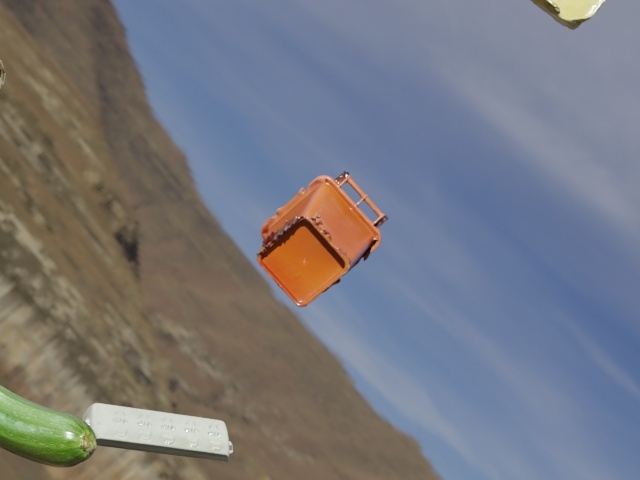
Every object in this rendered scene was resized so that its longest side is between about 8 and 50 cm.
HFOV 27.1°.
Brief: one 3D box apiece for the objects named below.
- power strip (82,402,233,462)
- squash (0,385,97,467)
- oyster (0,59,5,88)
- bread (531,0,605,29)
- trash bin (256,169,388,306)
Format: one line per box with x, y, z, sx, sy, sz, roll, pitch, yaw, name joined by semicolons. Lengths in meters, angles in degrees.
-0.238;0.272;1.881;0.253;0.027;0.060;12;44;-24;power strip
-0.374;0.231;1.668;0.219;0.068;0.077;19;-45;23;squash
-0.547;-0.264;2.136;0.038;0.083;0.080;45;-14;47;oyster
0.264;-0.400;1.467;0.263;0.236;0.198;39;29;-8;bread
0.000;0.000;2.141;0.161;0.184;0.238;48;13;-4;trash bin
